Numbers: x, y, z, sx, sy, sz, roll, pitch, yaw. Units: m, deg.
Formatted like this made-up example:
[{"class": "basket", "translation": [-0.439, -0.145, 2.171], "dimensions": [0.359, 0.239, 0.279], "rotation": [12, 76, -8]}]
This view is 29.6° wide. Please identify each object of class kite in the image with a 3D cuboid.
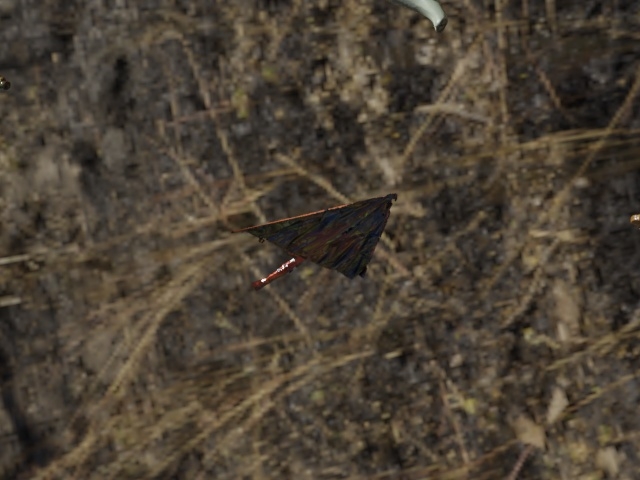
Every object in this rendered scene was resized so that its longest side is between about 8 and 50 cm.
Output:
[{"class": "kite", "translation": [0.000, 0.000, 1.265], "dimensions": [0.189, 0.232, 0.009], "rotation": [-35, 59, 18]}]

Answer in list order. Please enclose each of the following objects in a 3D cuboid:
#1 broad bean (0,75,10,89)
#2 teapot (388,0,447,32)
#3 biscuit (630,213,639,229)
[{"class": "broad bean", "translation": [-0.522, -0.203, 1.660], "dimensions": [0.048, 0.213, 0.070], "rotation": [-62, -36, -73]}, {"class": "teapot", "translation": [0.152, -0.445, 1.620], "dimensions": [0.149, 0.318, 0.220], "rotation": [8, 137, 31]}, {"class": "biscuit", "translation": [0.607, -0.027, 2.181], "dimensions": [0.082, 0.092, 0.016], "rotation": [-5, 59, 38]}]
